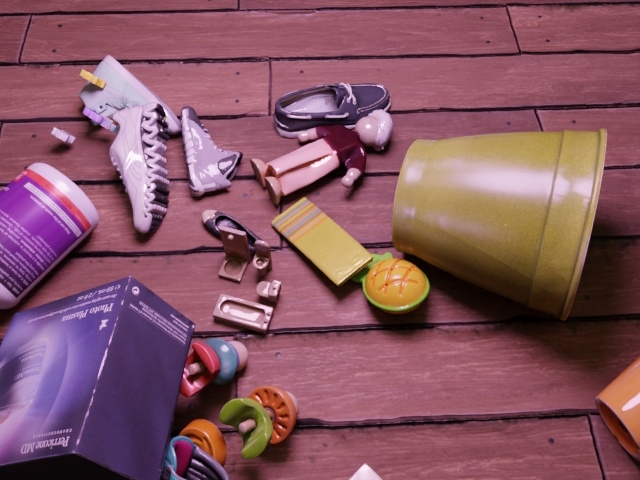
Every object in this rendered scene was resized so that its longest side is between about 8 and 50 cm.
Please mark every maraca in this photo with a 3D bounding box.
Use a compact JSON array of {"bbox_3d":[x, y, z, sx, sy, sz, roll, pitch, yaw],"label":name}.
[{"bbox_3d":[0.142,0.083,1.235,0.127,0.099,0.185,-29,39,-18],"label":"maraca"}]

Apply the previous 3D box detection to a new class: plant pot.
[{"bbox_3d":[0.337,-0.059,1.200,0.352,0.367,0.367,11,60,18],"label":"plant pot"},{"bbox_3d":[0.615,0.293,1.081,0.187,0.205,0.205,-31,65,0],"label":"plant pot"}]

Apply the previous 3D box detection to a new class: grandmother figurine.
[{"bbox_3d":[0.024,-0.202,1.387,0.342,0.104,0.208,-29,68,-15],"label":"grandmother figurine"}]

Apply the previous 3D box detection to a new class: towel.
[{"bbox_3d":[0.000,0.000,1.291,0.102,0.021,0.237,-37,55,-16],"label":"towel"}]

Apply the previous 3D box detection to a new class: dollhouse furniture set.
[{"bbox_3d":[-0.155,0.079,1.210,0.143,0.123,0.151,15,61,7],"label":"dollhouse furniture set"}]

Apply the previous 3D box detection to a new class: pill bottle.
[{"bbox_3d":[-0.618,0.008,1.207,0.181,0.182,0.323,32,64,15],"label":"pill bottle"}]

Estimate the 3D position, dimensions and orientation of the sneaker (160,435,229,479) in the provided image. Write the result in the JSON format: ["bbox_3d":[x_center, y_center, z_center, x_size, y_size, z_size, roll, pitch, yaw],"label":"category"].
[{"bbox_3d":[-0.272,0.408,0.984,0.295,0.124,0.179,9,93,0],"label":"sneaker"}]

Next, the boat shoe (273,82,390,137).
[{"bbox_3d":[0.034,-0.330,1.462,0.302,0.091,0.114,-21,63,-12],"label":"boat shoe"}]

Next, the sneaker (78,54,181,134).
[{"bbox_3d":[-0.462,-0.307,1.453,0.256,0.094,0.151,42,91,5],"label":"sneaker"}]

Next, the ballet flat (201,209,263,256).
[{"bbox_3d":[-0.186,-0.023,1.309,0.173,0.049,0.057,31,64,15],"label":"ballet flat"}]

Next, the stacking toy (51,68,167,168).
[{"bbox_3d":[-0.488,-0.268,1.384,0.221,0.052,0.167,29,93,4],"label":"stacking toy"}]

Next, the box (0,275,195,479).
[{"bbox_3d":[-0.395,0.251,0.985,0.296,0.183,0.294,-18,47,25],"label":"box"}]

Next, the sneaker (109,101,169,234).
[{"bbox_3d":[-0.398,-0.156,1.322,0.118,0.110,0.293,-3,80,1],"label":"sneaker"}]

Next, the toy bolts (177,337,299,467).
[{"bbox_3d":[-0.169,0.295,1.114,0.218,0.158,0.229,-40,74,23],"label":"toy bolts"}]

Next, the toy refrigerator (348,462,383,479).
[{"bbox_3d":[0.018,0.512,0.992,0.102,0.094,0.269,38,66,26],"label":"toy refrigerator"}]

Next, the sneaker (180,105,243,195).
[{"bbox_3d":[-0.251,-0.213,1.404,0.132,0.086,0.229,-8,71,-11],"label":"sneaker"}]
